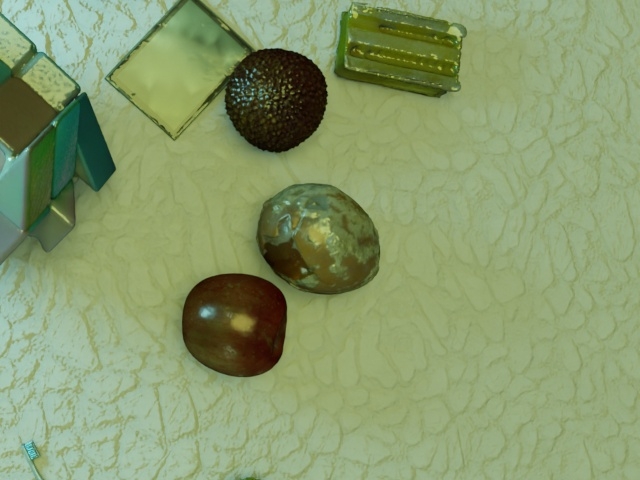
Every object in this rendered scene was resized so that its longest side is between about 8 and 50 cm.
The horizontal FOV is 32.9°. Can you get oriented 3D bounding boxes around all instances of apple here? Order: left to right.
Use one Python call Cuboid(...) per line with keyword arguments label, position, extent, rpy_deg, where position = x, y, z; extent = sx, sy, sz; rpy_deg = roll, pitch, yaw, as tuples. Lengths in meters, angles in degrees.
Cuboid(label="apple", position=(-0.143, 0.146, 1.862), extent=(0.168, 0.181, 0.181), rpy_deg=(6, 82, 13))

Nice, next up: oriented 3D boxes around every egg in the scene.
Cuboid(label="egg", position=(0.000, 0.000, 1.895), extent=(0.233, 0.195, 0.195), rpy_deg=(40, 78, -18))

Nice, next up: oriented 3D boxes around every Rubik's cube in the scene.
Cuboid(label="Rubik's cube", position=(-0.531, -0.138, 1.707), extent=(0.358, 0.387, 0.368), rpy_deg=(42, 89, -15))

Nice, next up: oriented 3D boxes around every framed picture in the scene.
Cuboid(label="framed picture", position=(-0.253, -0.319, 1.966), extent=(0.173, 0.010, 0.231), rpy_deg=(43, 78, -5))

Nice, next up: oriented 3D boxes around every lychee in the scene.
Cuboid(label="lychee", position=(-0.081, -0.254, 1.915), extent=(0.194, 0.194, 0.194), rpy_deg=(1, 84, -12))

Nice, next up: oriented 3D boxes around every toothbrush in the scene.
Cuboid(label="toothbrush", position=(-0.440, 0.460, 1.841), extent=(0.026, 0.022, 0.263), rpy_deg=(-28, 90, -1))

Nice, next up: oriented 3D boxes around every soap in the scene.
Cuboid(label="soap", position=(0.149, -0.353, 2.020), extent=(0.233, 0.076, 0.135), rpy_deg=(9, 82, -12))

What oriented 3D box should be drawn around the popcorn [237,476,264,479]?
Cuboid(label="popcorn", position=(-0.132, 0.479, 1.853), extent=(0.125, 0.126, 0.145), rpy_deg=(21, 52, -23))
